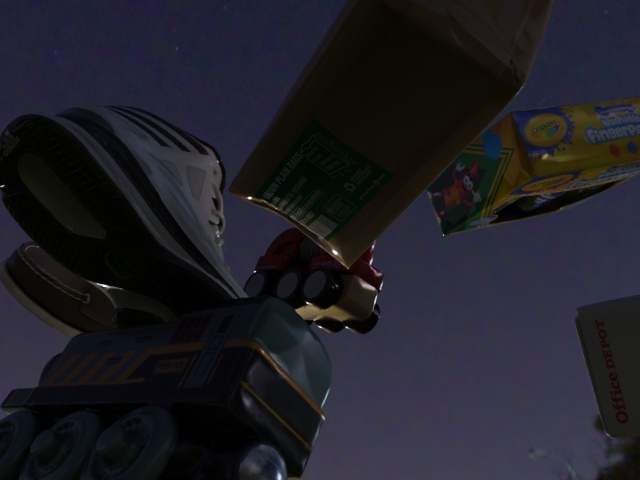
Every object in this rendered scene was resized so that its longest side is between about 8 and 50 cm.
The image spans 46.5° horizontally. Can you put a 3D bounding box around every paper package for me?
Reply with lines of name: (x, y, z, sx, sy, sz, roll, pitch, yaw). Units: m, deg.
paper package: (0.081, -0.183, 0.783, 0.168, 0.309, 0.325, 34, -40, -7)

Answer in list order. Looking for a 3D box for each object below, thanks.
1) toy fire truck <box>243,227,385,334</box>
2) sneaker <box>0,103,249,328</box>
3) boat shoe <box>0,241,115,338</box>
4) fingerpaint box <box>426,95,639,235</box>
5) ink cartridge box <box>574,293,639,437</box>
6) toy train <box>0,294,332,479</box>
toy fire truck: (0.000, 0.000, 1.153, 0.158, 0.246, 0.217, 35, -26, -34)
sneaker: (-0.124, 0.023, 0.836, 0.169, 0.257, 0.447, -33, -85, 29)
boat shoe: (-0.232, 0.086, 0.922, 0.324, 0.116, 0.096, 33, -69, -11)
fingerpaint box: (0.537, -0.172, 1.759, 0.445, 0.163, 0.371, -11, -15, -27)
ink cartridge box: (0.239, 0.073, 0.480, 0.122, 0.088, 0.052, -16, -7, 30)
toy train: (-0.143, 0.148, 0.596, 0.334, 0.190, 0.142, -12, -52, 40)
